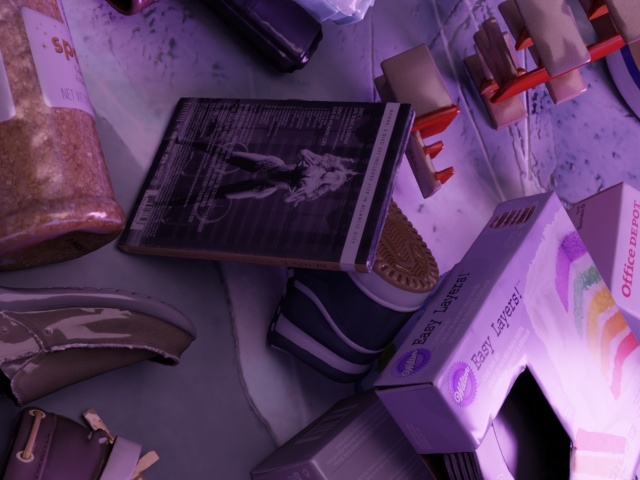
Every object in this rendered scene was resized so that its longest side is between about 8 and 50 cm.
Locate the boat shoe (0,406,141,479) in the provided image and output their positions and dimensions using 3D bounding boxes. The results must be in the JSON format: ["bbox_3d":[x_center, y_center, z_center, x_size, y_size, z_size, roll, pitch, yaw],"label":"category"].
[{"bbox_3d":[-0.211,0.232,0.687,0.096,0.117,0.324,27,36,-5],"label":"boat shoe"}]

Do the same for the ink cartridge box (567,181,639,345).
[{"bbox_3d":[0.369,0.056,1.202,0.212,0.093,0.154,27,58,-20],"label":"ink cartridge box"}]

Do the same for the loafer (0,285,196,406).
[{"bbox_3d":[-0.214,0.080,0.808,0.251,0.094,0.087,6,77,-26],"label":"loafer"}]

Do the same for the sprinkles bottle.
[{"bbox_3d":[-0.254,-0.159,0.852,0.121,0.121,0.355,-9,77,-36],"label":"sprinkles bottle"}]

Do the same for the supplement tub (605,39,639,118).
[{"bbox_3d":[0.530,-0.280,1.297,0.241,0.331,0.241,13,64,-29],"label":"supplement tub"}]

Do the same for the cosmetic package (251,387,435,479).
[{"bbox_3d":[0.069,0.252,0.913,0.127,0.107,0.238,-33,94,-39],"label":"cosmetic package"}]

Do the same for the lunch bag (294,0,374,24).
[{"bbox_3d":[-0.051,-0.339,1.000,0.223,0.160,0.262,21,49,-42],"label":"lunch bag"}]

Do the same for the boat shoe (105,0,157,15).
[{"bbox_3d":[-0.216,-0.290,0.962,0.207,0.073,0.073,45,51,-10],"label":"boat shoe"}]

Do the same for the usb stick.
[{"bbox_3d":[-0.112,-0.268,1.040,0.278,0.045,0.077,41,50,-13],"label":"usb stick"}]

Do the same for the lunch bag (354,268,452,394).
[{"bbox_3d":[0.151,0.144,1.019,0.219,0.090,0.176,43,54,-12],"label":"lunch bag"}]

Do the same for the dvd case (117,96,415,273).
[{"bbox_3d":[-0.044,-0.052,0.915,0.018,0.221,0.165,65,35,-51],"label":"dvd case"}]

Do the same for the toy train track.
[{"bbox_3d":[-0.158,0.167,0.850,0.048,0.014,0.083,-35,87,-31],"label":"toy train track"}]

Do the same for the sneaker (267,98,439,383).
[{"bbox_3d":[0.000,0.000,0.986,0.099,0.153,0.282,8,37,-29],"label":"sneaker"}]

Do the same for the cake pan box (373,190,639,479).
[{"bbox_3d":[0.177,0.130,0.912,0.246,0.070,0.267,57,47,-17],"label":"cake pan box"}]

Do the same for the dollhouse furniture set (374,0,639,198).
[{"bbox_3d":[0.196,-0.156,1.092,0.259,0.262,0.135,-23,86,-4],"label":"dollhouse furniture set"}]
